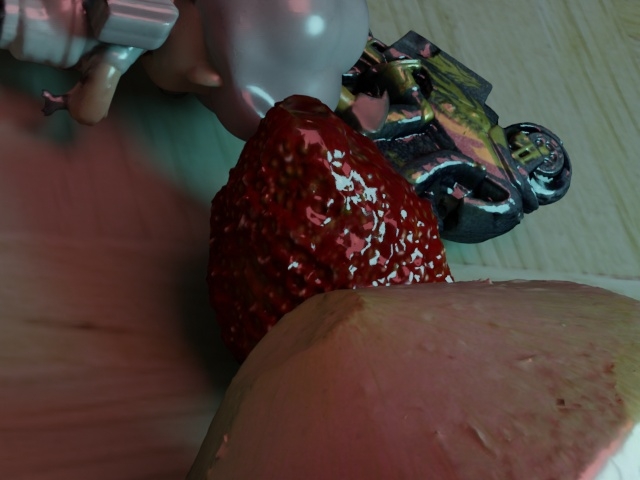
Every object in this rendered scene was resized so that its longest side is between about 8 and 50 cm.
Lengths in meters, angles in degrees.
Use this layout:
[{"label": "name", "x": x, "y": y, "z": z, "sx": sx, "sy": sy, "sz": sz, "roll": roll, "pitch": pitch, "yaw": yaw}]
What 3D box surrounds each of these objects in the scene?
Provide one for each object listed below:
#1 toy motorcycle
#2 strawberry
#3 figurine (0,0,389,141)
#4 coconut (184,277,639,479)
[{"label": "toy motorcycle", "x": 0.054, "y": -0.054, "z": 0.945, "sx": 0.193, "sy": 0.061, "sz": 0.124, "roll": 30, "pitch": 53, "yaw": -10}, {"label": "strawberry", "x": 0.006, "y": 0.000, "z": 0.790, "sx": 0.131, "sy": 0.148, "sz": 0.131, "roll": 10, "pitch": 29, "yaw": -6}, {"label": "figurine", "x": -0.060, "y": -0.113, "z": 0.844, "sx": 0.229, "sy": 0.112, "sz": 0.137, "roll": 5, "pitch": 48, "yaw": -24}, {"label": "coconut", "x": 0.054, "y": 0.129, "z": 0.663, "sx": 0.245, "sy": 0.233, "sz": 0.233, "roll": 62, "pitch": 38, "yaw": -14}]
